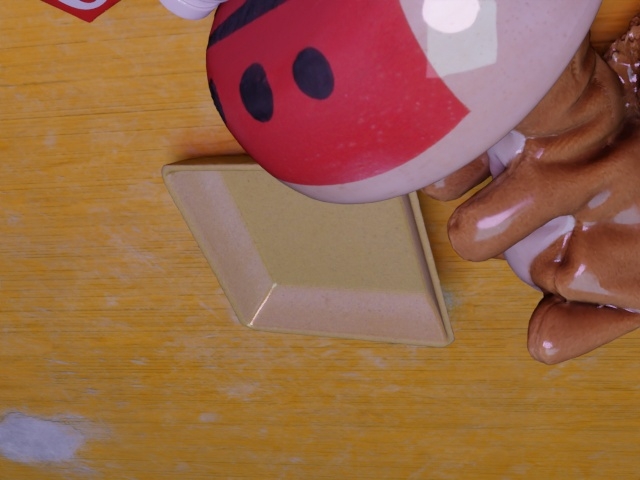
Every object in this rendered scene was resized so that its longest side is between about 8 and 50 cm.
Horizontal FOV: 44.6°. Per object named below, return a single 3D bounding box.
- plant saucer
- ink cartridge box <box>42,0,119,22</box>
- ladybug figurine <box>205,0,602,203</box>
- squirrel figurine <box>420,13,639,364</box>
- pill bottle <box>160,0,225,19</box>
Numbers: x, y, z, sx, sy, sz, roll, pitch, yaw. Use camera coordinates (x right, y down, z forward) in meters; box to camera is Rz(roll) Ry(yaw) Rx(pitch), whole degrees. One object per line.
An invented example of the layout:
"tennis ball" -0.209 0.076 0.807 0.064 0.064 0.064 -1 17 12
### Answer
"plant saucer" 0.000 0.000 1.038 0.332 0.081 0.333 2 138 24
"ink cartridge box" -0.197 -0.344 0.627 0.309 0.130 0.271 -23 161 29
"ladybug figurine" 0.031 -0.192 0.683 0.161 0.305 0.449 12 160 -34
"squirrel figurine" 0.285 -0.131 0.805 0.396 0.281 0.371 -21 119 10
"pill bottle" -0.085 -0.250 0.655 0.078 0.078 0.137 33 143 -22
